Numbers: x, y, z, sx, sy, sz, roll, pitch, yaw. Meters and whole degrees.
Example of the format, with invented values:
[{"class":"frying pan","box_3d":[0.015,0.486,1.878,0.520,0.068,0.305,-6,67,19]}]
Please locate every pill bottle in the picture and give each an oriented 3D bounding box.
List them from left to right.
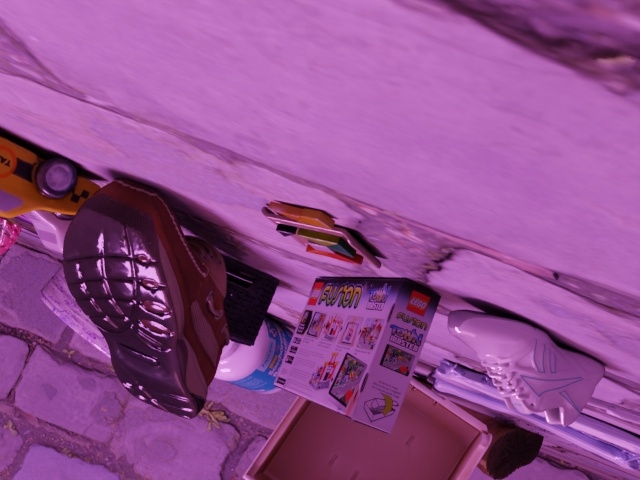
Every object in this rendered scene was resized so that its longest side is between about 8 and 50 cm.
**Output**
[{"class":"pill bottle","box_3d":[-0.145,0.203,1.671,0.146,0.146,0.264,18,170,25]}]

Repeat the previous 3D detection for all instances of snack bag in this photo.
[{"class":"snack bag","box_3d":[0.310,0.256,1.273,0.323,0.037,0.342,21,170,8]}]

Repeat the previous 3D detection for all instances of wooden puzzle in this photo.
[{"class":"wooden puzzle","box_3d":[0.000,0.000,0.608,0.079,0.014,0.116,16,169,34]}]

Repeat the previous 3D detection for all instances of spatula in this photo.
[{"class":"spatula","box_3d":[0.324,0.163,0.733,0.242,0.019,0.168,20,178,-25]}]

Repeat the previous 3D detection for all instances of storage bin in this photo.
[{"class":"storage bin","box_3d":[-0.135,0.066,1.076,0.122,0.084,0.180,24,171,-13]},{"class":"storage bin","box_3d":[0.075,0.313,1.297,0.262,0.260,0.123,34,172,10]}]

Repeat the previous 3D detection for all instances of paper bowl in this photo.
[{"class":"paper bowl","box_3d":[-0.355,0.128,1.612,0.284,0.148,0.284,37,171,7]}]

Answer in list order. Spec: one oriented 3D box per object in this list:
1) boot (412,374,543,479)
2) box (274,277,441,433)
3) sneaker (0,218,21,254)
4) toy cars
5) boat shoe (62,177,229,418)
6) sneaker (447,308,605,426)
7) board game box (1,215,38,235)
[{"class":"boot","box_3d":[0.224,0.314,1.530,0.270,0.089,0.236,21,180,33]},{"class":"box","box_3d":[0.024,0.090,0.754,0.036,0.114,0.207,25,171,-17]},{"class":"sneaker","box_3d":[-0.626,-0.069,1.420,0.299,0.121,0.112,27,-161,-32]},{"class":"toy cars","box_3d":[-0.277,-0.027,0.862,0.177,0.087,0.393,20,170,15]},{"class":"boat shoe","box_3d":[-0.153,0.048,0.851,0.123,0.120,0.324,22,146,15]},{"class":"sneaker","box_3d":[0.153,0.097,0.664,0.152,0.061,0.054,28,171,-26]},{"class":"board game box","box_3d":[-0.382,-0.036,1.187,0.208,0.056,0.347,21,172,32]}]
